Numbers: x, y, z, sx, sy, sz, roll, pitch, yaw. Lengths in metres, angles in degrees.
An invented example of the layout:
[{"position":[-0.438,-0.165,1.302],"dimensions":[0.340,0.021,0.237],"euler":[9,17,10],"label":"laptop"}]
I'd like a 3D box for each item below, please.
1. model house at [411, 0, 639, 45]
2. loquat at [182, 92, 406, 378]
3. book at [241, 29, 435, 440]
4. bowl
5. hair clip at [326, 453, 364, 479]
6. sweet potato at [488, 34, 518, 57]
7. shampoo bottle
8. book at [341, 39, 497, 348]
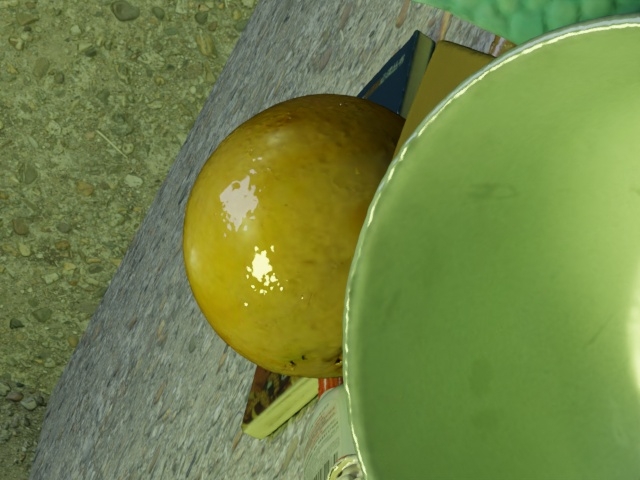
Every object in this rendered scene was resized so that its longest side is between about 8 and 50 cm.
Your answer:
[{"position":[0.189,-0.260,0.989],"dimensions":[0.241,0.261,0.226],"euler":[-60,16,30],"label":"model house"},{"position":[0.000,0.000,1.292],"dimensions":[0.263,0.263,0.263],"euler":[-59,16,29],"label":"loquat"},{"position":[0.021,-0.006,1.665],"dimensions":[0.300,0.039,0.428],"euler":[-47,24,54],"label":"book"},{"position":[0.172,0.055,0.625],"dimensions":[0.307,0.163,0.307],"euler":[8,103,42],"label":"bowl"},{"position":[0.084,0.115,1.141],"dimensions":[0.321,0.091,0.138],"euler":[-66,17,7],"label":"hair clip"},{"position":[0.210,-0.252,1.327],"dimensions":[0.078,0.058,0.255],"euler":[92,-160,-70],"label":"sweet potato"},{"position":[0.019,0.189,1.344],"dimensions":[0.108,0.051,0.221],"euler":[-60,15,28],"label":"shampoo bottle"},{"position":[0.087,0.004,0.978],"dimensions":[0.389,0.032,0.269],"euler":[-119,45,-75],"label":"book"}]
